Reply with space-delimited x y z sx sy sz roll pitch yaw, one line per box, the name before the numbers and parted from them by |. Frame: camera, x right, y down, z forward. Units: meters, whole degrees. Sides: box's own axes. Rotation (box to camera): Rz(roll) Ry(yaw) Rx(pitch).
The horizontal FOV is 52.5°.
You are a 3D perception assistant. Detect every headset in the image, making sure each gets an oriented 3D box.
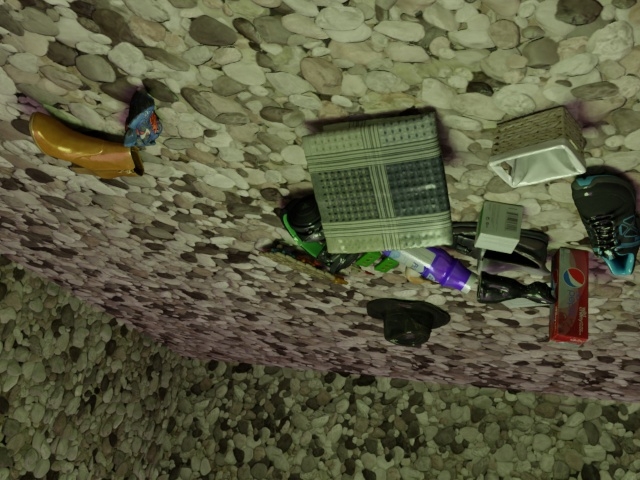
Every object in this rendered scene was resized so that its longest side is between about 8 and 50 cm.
headset | 0.000 0.000 1.800 0.243 0.185 0.394 48 160 -15

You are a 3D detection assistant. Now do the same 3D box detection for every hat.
hat | 0.336 0.341 2.541 0.332 0.133 0.331 9 157 4

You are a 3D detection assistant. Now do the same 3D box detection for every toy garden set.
toy garden set | 0.107 0.050 2.109 0.245 0.049 0.204 17 154 -14

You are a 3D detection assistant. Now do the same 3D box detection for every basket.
basket | 0.450 -0.191 1.341 0.167 0.103 0.113 -10 148 42

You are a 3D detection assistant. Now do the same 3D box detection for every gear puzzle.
gear puzzle | -0.036 0.088 2.247 0.339 0.044 0.175 24 167 -26

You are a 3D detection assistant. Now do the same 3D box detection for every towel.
towel | 0.131 -0.124 1.488 0.325 0.056 0.312 -4 111 25

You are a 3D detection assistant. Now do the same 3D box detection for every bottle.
bottle | 0.312 0.057 1.873 0.283 0.092 0.118 30 169 6

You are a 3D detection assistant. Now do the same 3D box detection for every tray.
tray | 0.705 0.187 2.153 0.271 0.030 0.145 -11 148 41

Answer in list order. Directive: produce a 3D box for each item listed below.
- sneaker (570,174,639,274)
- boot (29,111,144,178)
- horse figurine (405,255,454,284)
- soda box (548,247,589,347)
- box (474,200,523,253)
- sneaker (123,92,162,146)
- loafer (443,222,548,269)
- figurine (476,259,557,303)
sneaker | 0.688 -0.036 1.530 0.125 0.139 0.341 -8 148 41
boot | -0.606 -0.253 1.723 0.211 0.104 0.295 1 159 12
horse figurine | 0.328 0.084 2.056 0.175 0.066 0.263 2 153 8
soda box | 0.691 0.158 1.802 0.084 0.263 0.092 8 156 5
box | 0.462 -0.034 1.684 0.102 0.101 0.087 10 156 7
sneaker | -0.426 -0.291 1.580 0.087 0.083 0.221 6 165 -21
loafer | 0.474 0.018 1.799 0.303 0.095 0.109 6 152 13
figurine | 0.556 0.101 1.850 0.210 0.214 0.092 6 126 9
